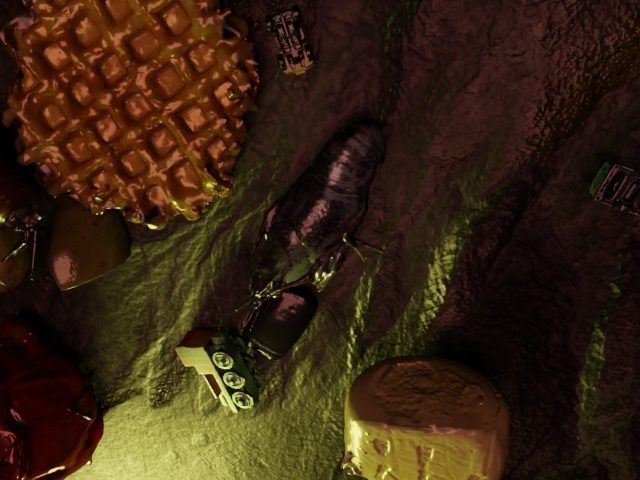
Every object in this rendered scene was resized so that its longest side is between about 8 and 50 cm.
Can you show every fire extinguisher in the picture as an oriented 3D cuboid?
[{"bbox_3d":[-0.532,-0.089,0.766,0.138,0.102,0.344,-43,86,15],"label":"fire extinguisher"}]

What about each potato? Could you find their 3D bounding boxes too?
[{"bbox_3d":[-0.391,-0.009,0.812,0.081,0.120,0.149,-16,110,17],"label":"potato"}]

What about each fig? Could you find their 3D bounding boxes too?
[{"bbox_3d":[-0.568,-0.009,0.834,0.160,0.143,0.230,17,111,-32],"label":"fig"}]

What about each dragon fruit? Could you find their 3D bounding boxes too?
[{"bbox_3d":[-0.544,0.331,0.880,0.286,0.329,0.228,34,108,-5],"label":"dragon fruit"}]

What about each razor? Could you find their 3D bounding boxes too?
[{"bbox_3d":[-0.069,0.139,0.859,0.090,0.054,0.148,32,115,-9],"label":"razor"}]

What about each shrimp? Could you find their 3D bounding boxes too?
[{"bbox_3d":[0.001,-0.002,0.736,0.172,0.137,0.372,33,114,13],"label":"shrimp"}]

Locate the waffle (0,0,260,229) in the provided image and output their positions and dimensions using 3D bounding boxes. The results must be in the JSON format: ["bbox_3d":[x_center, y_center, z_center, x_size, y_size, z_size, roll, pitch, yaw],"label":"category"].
[{"bbox_3d":[-0.277,-0.211,0.724,0.380,0.095,0.382,17,112,1],"label":"waffle"}]

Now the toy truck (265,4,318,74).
[{"bbox_3d":[-0.037,-0.271,0.677,0.049,0.054,0.083,-14,110,15],"label":"toy truck"}]

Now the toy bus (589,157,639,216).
[{"bbox_3d":[0.434,-0.068,0.675,0.123,0.075,0.060,20,114,1],"label":"toy bus"}]

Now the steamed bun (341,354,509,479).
[{"bbox_3d":[0.171,0.310,0.837,0.273,0.166,0.232,-2,125,16],"label":"steamed bun"}]

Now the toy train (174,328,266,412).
[{"bbox_3d":[-0.179,0.242,0.917,0.118,0.074,0.175,-9,116,23],"label":"toy train"}]
